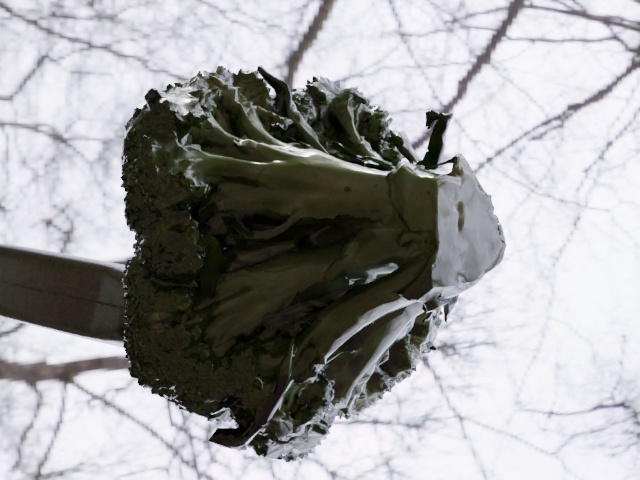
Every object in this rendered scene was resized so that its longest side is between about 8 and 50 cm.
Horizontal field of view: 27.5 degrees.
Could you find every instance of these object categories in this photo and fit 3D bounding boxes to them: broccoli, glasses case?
[{"bbox_3d":[0.000,0.000,0.971,0.283,0.321,0.304,-11,-75,44],"label":"broccoli"},{"bbox_3d":[-0.220,0.054,1.238,0.323,0.131,0.074,8,-93,45],"label":"glasses case"}]
